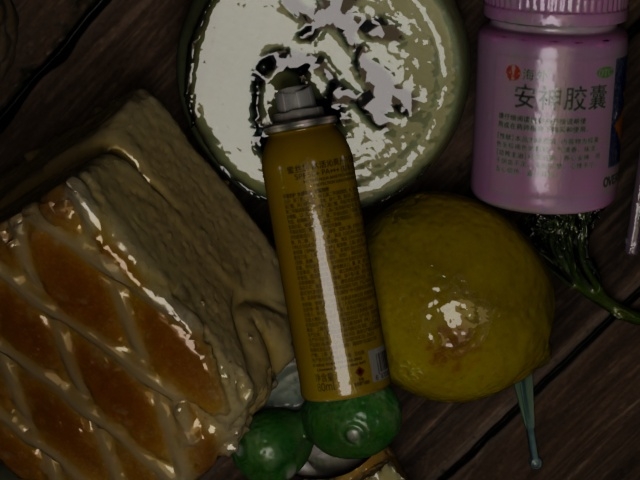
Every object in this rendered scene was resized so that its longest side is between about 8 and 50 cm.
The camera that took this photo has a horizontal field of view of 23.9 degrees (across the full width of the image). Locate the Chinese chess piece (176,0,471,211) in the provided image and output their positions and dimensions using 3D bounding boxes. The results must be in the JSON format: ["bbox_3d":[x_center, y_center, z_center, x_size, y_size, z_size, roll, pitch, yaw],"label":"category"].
[{"bbox_3d":[0.004,-0.202,1.780,0.349,0.146,0.349,-1,108,-2],"label":"Chinese chess piece"}]

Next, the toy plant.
[{"bbox_3d":[0.000,0.216,1.854,0.218,0.235,0.175,-25,101,11],"label":"toy plant"}]

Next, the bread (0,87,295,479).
[{"bbox_3d":[-0.258,0.085,1.749,0.371,0.279,0.390,-28,105,28],"label":"bread"}]

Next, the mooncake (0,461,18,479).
[{"bbox_3d":[-0.356,0.391,1.961,0.275,0.135,0.275,-2,107,-6],"label":"mooncake"}]

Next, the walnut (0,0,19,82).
[{"bbox_3d":[-0.463,-0.253,1.710,0.248,0.248,0.248,0,107,-2],"label":"walnut"}]

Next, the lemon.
[{"bbox_3d":[0.148,0.067,1.811,0.267,0.267,0.267,0,107,-2],"label":"lemon"}]

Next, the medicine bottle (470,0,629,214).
[{"bbox_3d":[0.271,-0.189,1.775,0.178,0.178,0.290,1,107,-2],"label":"medicine bottle"}]

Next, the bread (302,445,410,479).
[{"bbox_3d":[0.082,0.467,1.979,0.236,0.165,0.375,-32,105,3],"label":"bread"}]

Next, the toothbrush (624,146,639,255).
[{"bbox_3d":[0.400,-0.156,1.854,0.029,0.024,0.354,7,101,6],"label":"toothbrush"}]

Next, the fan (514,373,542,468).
[{"bbox_3d":[0.271,0.212,1.982,0.038,0.016,0.193,-12,107,0],"label":"fan"}]

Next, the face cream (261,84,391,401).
[{"bbox_3d":[0.000,0.000,1.691,0.105,0.105,0.348,-10,94,1],"label":"face cream"}]

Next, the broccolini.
[{"bbox_3d":[0.372,0.025,1.917,0.271,0.062,0.123,30,109,-17],"label":"broccolini"}]
